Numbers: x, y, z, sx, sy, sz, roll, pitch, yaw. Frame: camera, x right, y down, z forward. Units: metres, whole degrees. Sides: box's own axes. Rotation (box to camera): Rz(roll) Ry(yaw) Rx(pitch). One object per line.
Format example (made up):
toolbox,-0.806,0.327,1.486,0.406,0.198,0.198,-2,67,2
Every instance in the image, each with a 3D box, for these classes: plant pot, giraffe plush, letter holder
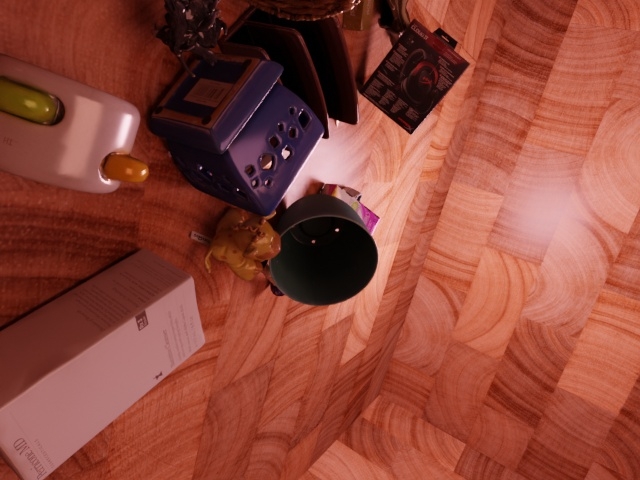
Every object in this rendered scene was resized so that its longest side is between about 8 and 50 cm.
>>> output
plant pot,0.000,0.000,1.269,0.235,0.294,0.292,-99,-168,-58
giraffe plush,-0.165,-0.004,1.036,0.210,0.171,0.181,7,75,-48
plant pot,-0.167,-0.219,0.859,0.235,0.236,0.212,-58,147,-16
letter holder,-0.048,-0.343,0.989,0.152,0.215,0.301,-57,152,-21

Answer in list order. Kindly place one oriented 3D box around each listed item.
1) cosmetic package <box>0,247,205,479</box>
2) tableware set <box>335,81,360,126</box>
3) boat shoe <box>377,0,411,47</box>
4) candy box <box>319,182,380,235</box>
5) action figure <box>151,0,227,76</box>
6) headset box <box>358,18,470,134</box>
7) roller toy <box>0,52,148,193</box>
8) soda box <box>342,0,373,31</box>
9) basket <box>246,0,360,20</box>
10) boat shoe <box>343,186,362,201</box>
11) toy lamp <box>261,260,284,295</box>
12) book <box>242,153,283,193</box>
cosmetic package,-0.415,0.210,0.812,0.385,0.156,0.217,-43,147,-41
tableware set,0.074,-0.442,1.357,0.168,0.020,0.141,-60,153,-18
boat shoe,0.217,-0.690,1.372,0.095,0.095,0.257,-37,149,-6
candy box,0.079,-0.067,1.496,0.234,0.071,0.159,32,80,-34
action figure,-0.220,-0.399,0.720,0.164,0.141,0.275,45,55,-64
headset box,0.297,-0.509,1.370,0.293,0.218,0.110,-51,180,19
roller toy,-0.356,-0.145,0.598,0.209,0.191,0.146,12,100,-52
soda box,0.107,-0.666,1.192,0.058,0.061,0.181,-38,142,-45
basket,-0.011,-0.548,0.800,0.223,0.300,0.213,-54,150,-25
boat shoe,0.082,-0.081,1.585,0.079,0.081,0.227,27,86,-64
toy lamp,-0.160,0.086,1.276,0.080,0.080,0.274,-59,152,-17
book,-0.149,-0.160,1.153,0.144,0.035,0.096,-49,152,-31
